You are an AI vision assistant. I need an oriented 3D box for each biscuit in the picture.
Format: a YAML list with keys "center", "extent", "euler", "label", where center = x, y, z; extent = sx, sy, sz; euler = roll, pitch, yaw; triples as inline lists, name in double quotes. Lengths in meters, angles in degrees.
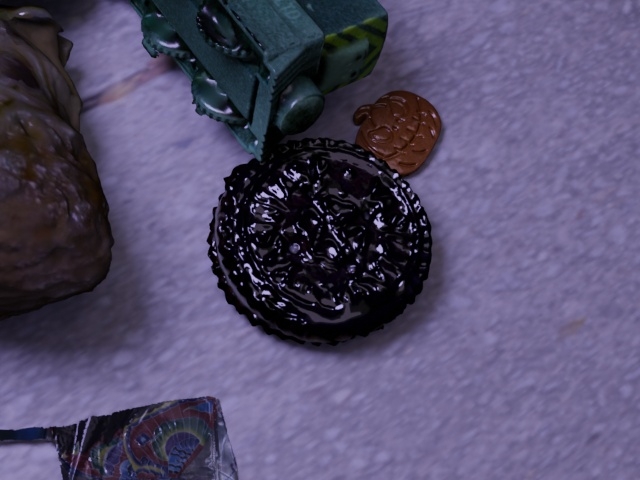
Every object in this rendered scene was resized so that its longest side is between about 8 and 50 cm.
- center: [0.000, 0.000, 1.117]
  extent: [0.194, 0.053, 0.194]
  euler: [5, 63, -10]
  label: "biscuit"
- center: [0.066, -0.100, 1.199]
  extent: [0.078, 0.015, 0.091]
  euler: [27, 62, 1]
  label: "biscuit"

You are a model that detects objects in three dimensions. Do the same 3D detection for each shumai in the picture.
- center: [-0.299, -0.097, 1.006]
  extent: [0.346, 0.217, 0.283]
  euler: [19, 63, 0]
  label: "shumai"

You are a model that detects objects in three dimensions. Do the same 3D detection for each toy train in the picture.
- center: [-0.075, -0.232, 1.147]
  extent: [0.178, 0.138, 0.330]
  euler: [-27, 65, -26]
  label: "toy train"

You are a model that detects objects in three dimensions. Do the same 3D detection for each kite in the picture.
- center: [-0.202, 0.192, 1.003]
  extent: [0.285, 0.015, 0.152]
  euler: [0, 65, -12]
  label: "kite"
